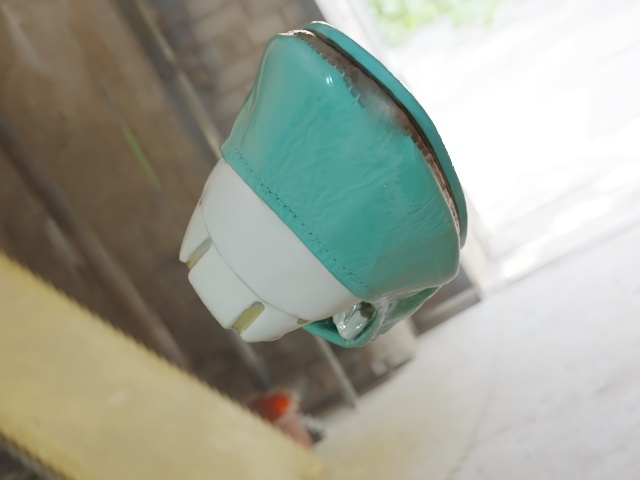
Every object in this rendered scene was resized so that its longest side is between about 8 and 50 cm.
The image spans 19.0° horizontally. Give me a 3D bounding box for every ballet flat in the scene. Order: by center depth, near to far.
[{"bbox_3d":[0.000,0.000,0.625,0.087,0.083,0.247,-42,-9,-1],"label":"ballet flat"}]
